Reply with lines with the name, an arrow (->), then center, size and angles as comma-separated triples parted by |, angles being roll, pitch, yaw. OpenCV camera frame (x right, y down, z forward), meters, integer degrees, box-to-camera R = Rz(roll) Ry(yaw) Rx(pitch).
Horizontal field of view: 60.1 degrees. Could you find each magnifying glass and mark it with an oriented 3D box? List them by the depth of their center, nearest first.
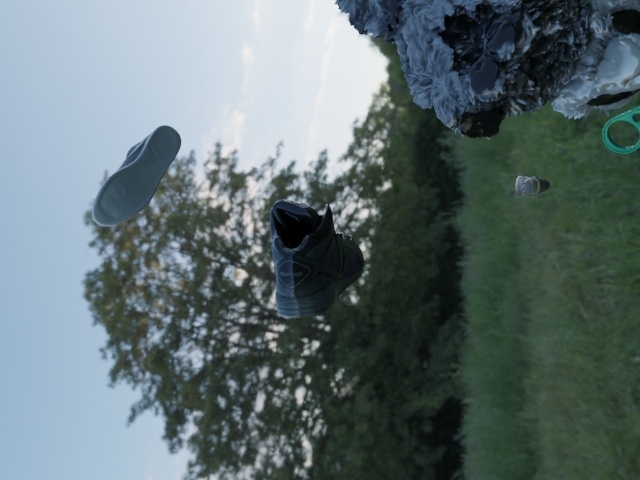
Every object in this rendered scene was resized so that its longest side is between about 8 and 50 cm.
magnifying glass -> 0.717, -0.284, 1.236 | 0.026, 0.092, 0.231 | -38, -19, -25

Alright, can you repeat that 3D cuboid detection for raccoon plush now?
raccoon plush -> 0.246, -0.320, 0.741 | 0.446, 0.299, 0.216 | 59, 146, 29

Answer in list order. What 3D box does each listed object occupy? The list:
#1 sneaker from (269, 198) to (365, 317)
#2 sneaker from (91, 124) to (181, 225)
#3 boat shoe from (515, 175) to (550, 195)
sneaker -> 0.000, 0.000, 0.713 | 0.227, 0.087, 0.130 | -38, -55, -65
sneaker -> -0.452, -0.142, 1.334 | 0.147, 0.104, 0.296 | -16, 40, 54
boat shoe -> 0.557, -0.142, 1.460 | 0.152, 0.049, 0.056 | -86, -2, -79
